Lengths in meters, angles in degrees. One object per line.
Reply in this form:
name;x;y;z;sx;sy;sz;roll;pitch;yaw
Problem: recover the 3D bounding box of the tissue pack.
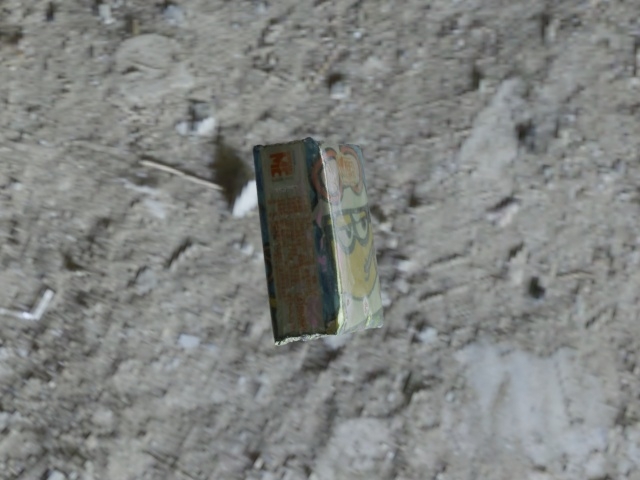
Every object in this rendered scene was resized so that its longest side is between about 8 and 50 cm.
tissue pack;0.000;0.000;1.141;0.115;0.065;0.155;-2;86;-70
